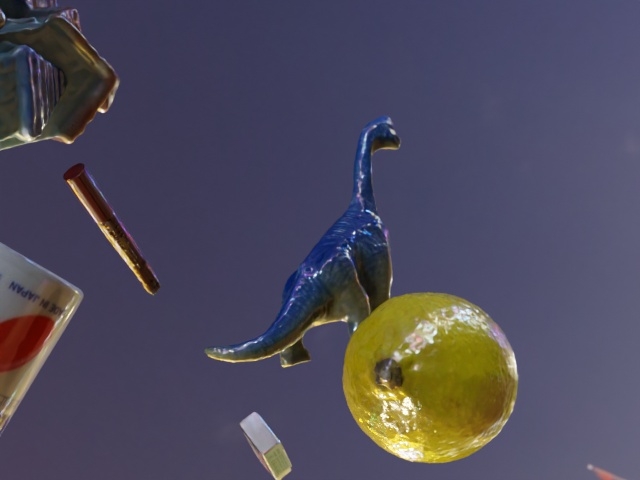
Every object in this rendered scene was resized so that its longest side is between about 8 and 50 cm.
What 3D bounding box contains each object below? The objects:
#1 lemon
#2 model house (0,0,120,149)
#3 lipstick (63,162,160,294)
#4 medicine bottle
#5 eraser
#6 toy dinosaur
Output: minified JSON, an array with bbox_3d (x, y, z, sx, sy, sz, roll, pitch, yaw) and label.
[{"bbox_3d":[0.068,0.086,0.690,0.133,0.109,0.109,12,-85,-56],"label":"lemon"},{"bbox_3d":[-0.372,-0.234,1.333,0.329,0.295,0.251,-9,-71,-36],"label":"model house"},{"bbox_3d":[-0.218,-0.009,1.168,0.027,0.027,0.176,-49,-49,-25],"label":"lipstick"},{"bbox_3d":[-0.320,0.153,0.816,0.341,0.130,0.130,-59,-41,-9],"label":"medicine bottle"},{"bbox_3d":[-0.066,0.254,1.339,0.029,0.052,0.122,-36,-26,-11],"label":"eraser"},{"bbox_3d":[0.000,0.000,0.854,0.248,0.075,0.188,-12,-92,-44],"label":"toy dinosaur"}]
